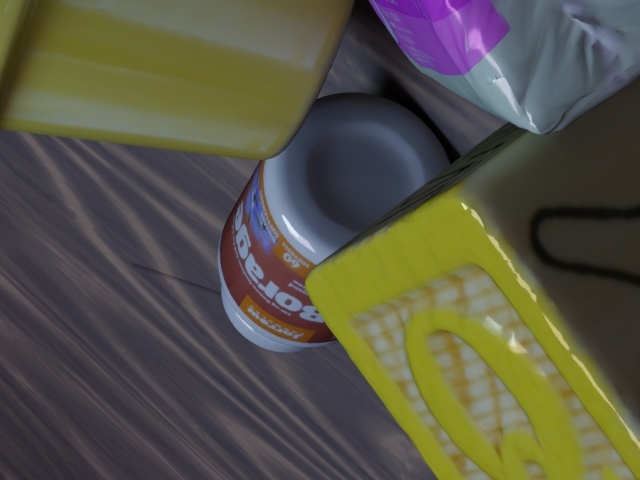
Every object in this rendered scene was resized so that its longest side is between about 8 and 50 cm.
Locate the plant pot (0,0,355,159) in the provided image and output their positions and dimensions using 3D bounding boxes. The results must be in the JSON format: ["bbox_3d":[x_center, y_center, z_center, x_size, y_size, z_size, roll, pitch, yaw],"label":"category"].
[{"bbox_3d":[-0.112,-0.157,0.887,0.239,0.254,0.254,18,160,-15],"label":"plant pot"}]

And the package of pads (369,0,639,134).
[{"bbox_3d":[0.024,-0.199,0.694,0.296,0.101,0.229,56,-178,-14],"label":"package of pads"}]

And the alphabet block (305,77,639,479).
[{"bbox_3d":[0.144,0.022,0.753,0.192,0.197,0.193,54,156,0],"label":"alphabet block"}]

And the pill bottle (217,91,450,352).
[{"bbox_3d":[0.000,0.000,1.069,0.121,0.121,0.216,50,155,7],"label":"pill bottle"}]
